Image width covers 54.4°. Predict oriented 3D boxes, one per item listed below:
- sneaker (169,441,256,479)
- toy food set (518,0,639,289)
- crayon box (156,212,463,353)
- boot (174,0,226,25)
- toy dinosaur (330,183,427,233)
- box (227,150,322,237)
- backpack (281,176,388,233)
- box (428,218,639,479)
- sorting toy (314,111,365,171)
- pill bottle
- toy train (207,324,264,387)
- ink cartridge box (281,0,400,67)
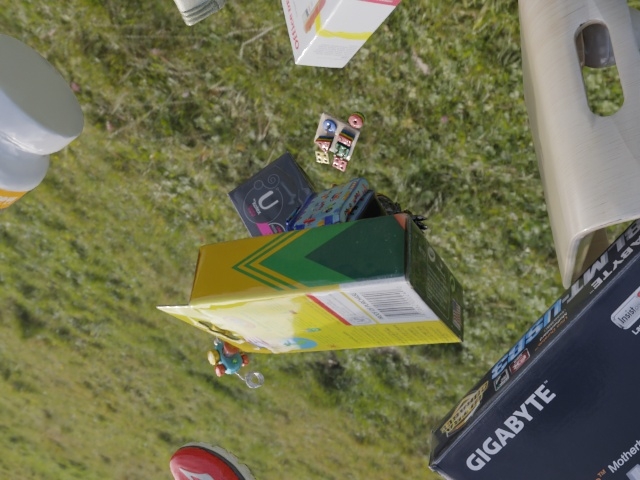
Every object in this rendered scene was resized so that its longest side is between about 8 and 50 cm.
[{"bbox_3d":[-0.128,0.398,0.843,0.279,0.118,0.107,48,123,21],"label":"sneaker"},{"bbox_3d":[0.245,-0.087,0.557,0.092,0.220,0.306,-11,163,17],"label":"toy food set"},{"bbox_3d":[-0.009,0.067,0.754,0.318,0.081,0.202,-8,151,26],"label":"crayon box"},{"bbox_3d":[-0.225,-0.547,1.221,0.077,0.213,0.165,36,169,38],"label":"boot"},{"bbox_3d":[0.156,-0.052,1.644,0.321,0.218,0.164,8,119,-20],"label":"toy dinosaur"},{"bbox_3d":[-0.039,-0.025,1.204,0.143,0.165,0.270,-34,158,5],"label":"box"},{"bbox_3d":[0.000,0.000,0.904,0.173,0.158,0.117,-14,115,36],"label":"backpack"},{"bbox_3d":[0.291,0.160,0.492,0.293,0.073,0.295,39,105,0],"label":"box"},{"bbox_3d":[0.043,-0.315,1.978,0.132,0.046,0.274,29,144,5],"label":"sorting toy"},{"bbox_3d":[-0.413,-0.093,0.694,0.278,0.162,0.162,-32,125,15],"label":"pill bottle"},{"bbox_3d":[-0.125,0.161,1.060,0.125,0.166,0.046,18,135,-12],"label":"toy train"},{"bbox_3d":[0.050,-0.659,1.585,0.160,0.279,0.384,-4,164,-27],"label":"ink cartridge box"}]
